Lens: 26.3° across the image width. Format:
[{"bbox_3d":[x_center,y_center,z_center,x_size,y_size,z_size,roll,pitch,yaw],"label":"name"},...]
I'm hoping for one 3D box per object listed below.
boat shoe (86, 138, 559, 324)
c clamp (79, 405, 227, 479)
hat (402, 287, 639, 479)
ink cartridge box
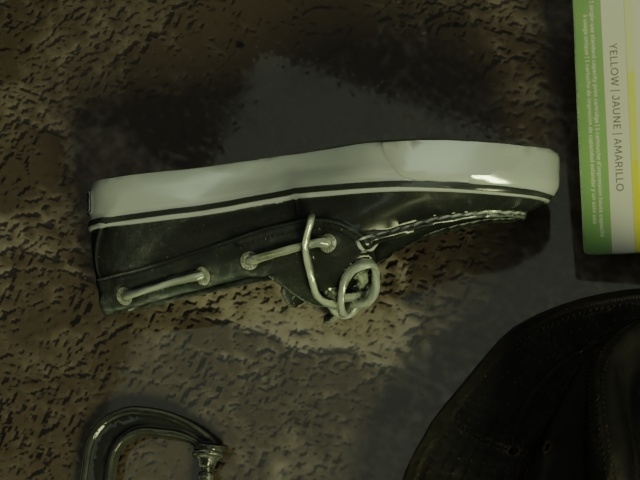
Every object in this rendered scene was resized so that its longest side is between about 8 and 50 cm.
[{"bbox_3d":[-0.001,0.000,0.860,0.306,0.113,0.105,-5,84,9],"label":"boat shoe"},{"bbox_3d":[-0.095,0.187,0.881,0.137,0.022,0.161,-2,79,12],"label":"c clamp"},{"bbox_3d":[0.198,0.137,0.743,0.331,0.134,0.331,-1,56,1],"label":"hat"},{"bbox_3d":[0.276,-0.080,0.825,0.235,0.056,0.171,-2,92,22],"label":"ink cartridge box"}]
